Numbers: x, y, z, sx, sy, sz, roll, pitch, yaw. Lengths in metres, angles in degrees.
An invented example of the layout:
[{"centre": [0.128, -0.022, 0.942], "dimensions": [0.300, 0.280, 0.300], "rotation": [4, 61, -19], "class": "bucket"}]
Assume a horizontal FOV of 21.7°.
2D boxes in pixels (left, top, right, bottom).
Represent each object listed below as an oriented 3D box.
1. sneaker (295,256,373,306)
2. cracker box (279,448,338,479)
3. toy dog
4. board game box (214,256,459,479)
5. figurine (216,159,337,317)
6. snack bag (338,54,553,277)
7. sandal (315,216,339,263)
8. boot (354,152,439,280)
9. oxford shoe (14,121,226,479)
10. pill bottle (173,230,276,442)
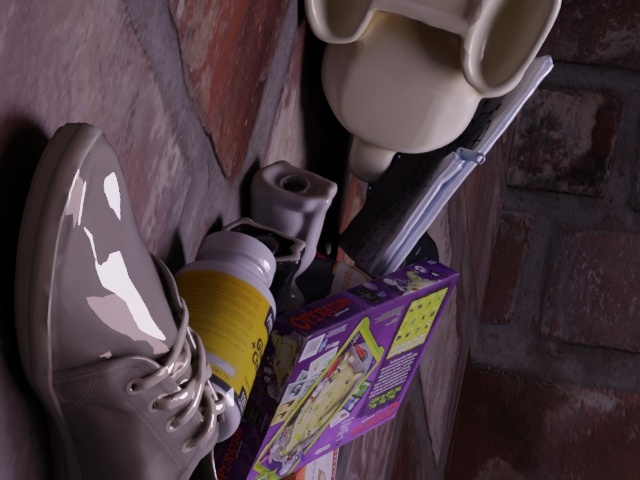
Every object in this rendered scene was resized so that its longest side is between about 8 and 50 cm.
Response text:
[{"centre": [0.017, 0.125, 2.016], "dimensions": [0.321, 0.127, 0.126], "rotation": [76, 24, -64], "class": "sneaker"}, {"centre": [-0.038, 0.323, 2.024], "dimensions": [0.232, 0.067, 0.155], "rotation": [-28, 125, -76], "class": "cracker box"}, {"centre": [0.156, -0.291, 2.026], "dimensions": [0.408, 0.285, 0.395], "rotation": [-65, 163, -58], "class": "toy dog"}, {"centre": [0.021, 0.142, 1.801], "dimensions": [0.347, 0.056, 0.208], "rotation": [-17, 131, -59], "class": "board game box"}, {"centre": [-0.058, 0.052, 1.745], "dimensions": [0.215, 0.092, 0.209], "rotation": [-63, 166, -57], "class": "figurine"}, {"centre": [0.147, -0.106, 2.077], "dimensions": [0.342, 0.037, 0.323], "rotation": [-52, -171, 2], "class": "snack bag"}, {"centre": [0.000, 0.000, 2.045], "dimensions": [0.179, 0.040, 0.067], "rotation": [81, 21, -53], "class": "sandal"}, {"centre": [0.128, -0.024, 2.484], "dimensions": [0.207, 0.094, 0.246], "rotation": [38, 68, -72], "class": "boot"}, {"centre": [-0.140, 0.099, 1.272], "dimensions": [0.169, 0.130, 0.449], "rotation": [-66, 159, -47], "class": "oxford shoe"}, {"centre": [-0.099, 0.083, 1.500], "dimensions": [0.103, 0.103, 0.184], "rotation": [84, 19, -49], "class": "pill bottle"}]
